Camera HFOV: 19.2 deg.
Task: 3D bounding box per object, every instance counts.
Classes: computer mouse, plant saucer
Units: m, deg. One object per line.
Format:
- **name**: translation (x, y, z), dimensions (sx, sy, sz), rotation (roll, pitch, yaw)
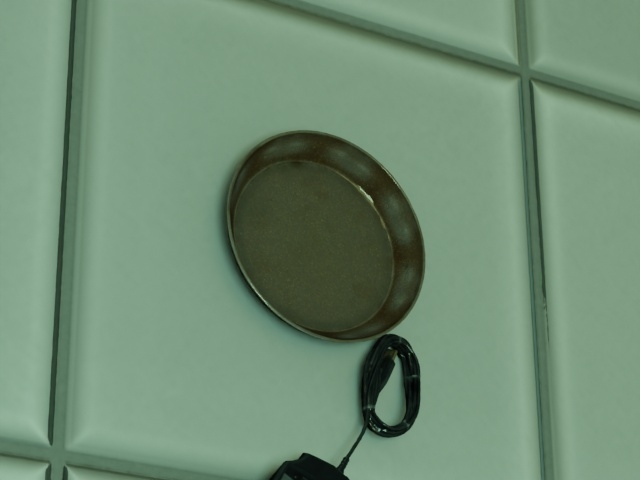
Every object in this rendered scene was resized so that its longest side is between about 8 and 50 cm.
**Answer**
- **computer mouse**: translation (0.011, 0.156, 1.334), dimensions (0.071, 0.041, 0.242), rotation (42, 46, -7)
- **plant saucer**: translation (0.000, 0.000, 1.398), dimensions (0.168, 0.029, 0.168), rotation (13, 63, -27)
